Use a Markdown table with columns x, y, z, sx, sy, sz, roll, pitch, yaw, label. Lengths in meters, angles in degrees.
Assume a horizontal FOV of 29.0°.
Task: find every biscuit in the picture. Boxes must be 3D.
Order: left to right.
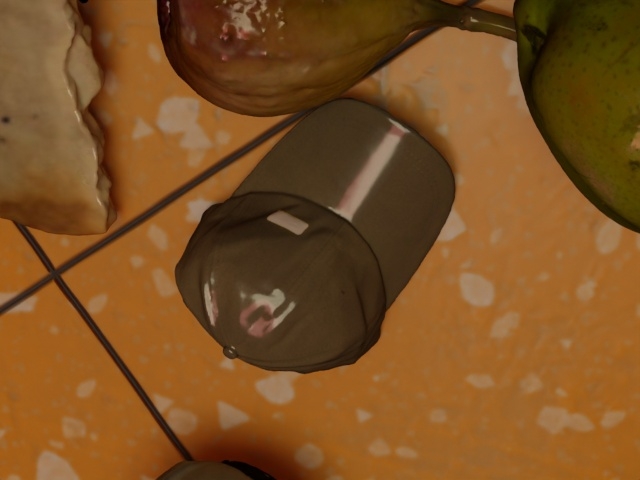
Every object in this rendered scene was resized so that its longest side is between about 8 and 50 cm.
| x | y | z | sx | sy | sz | roll | pitch | yaw | label |
| --- | --- | --- | --- | --- | --- | --- | --- | --- | --- |
| -0.257 | -0.145 | 0.896 | 0.204 | 0.040 | 0.309 | 3 | 123 | 14 | biscuit |

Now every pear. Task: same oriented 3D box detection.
| x | y | z | sx | sy | sz | roll | pitch | yaw | label |
| --- | --- | --- | --- | --- | --- | --- | --- | --- | --- |
| 0.217 | -0.093 | 0.770 | 0.220 | 0.187 | 0.187 | 33 | 111 | -7 | pear |

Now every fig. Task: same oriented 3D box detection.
| x | y | z | sx | sy | sz | roll | pitch | yaw | label |
| --- | --- | --- | --- | --- | --- | --- | --- | --- | --- |
| 0.018 | -0.154 | 0.831 | 0.257 | 0.159 | 0.159 | 6 | 109 | -9 | fig |

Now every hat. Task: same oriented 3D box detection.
| x | y | z | sx | sy | sz | roll | pitch | yaw | label |
| --- | --- | --- | --- | --- | --- | --- | --- | --- | --- |
| 0.000 | 0.000 | 0.882 | 0.166 | 0.144 | 0.173 | 34 | 133 | -3 | hat |

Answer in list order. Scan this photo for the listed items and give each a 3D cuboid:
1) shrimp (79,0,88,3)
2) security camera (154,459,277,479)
| x | y | z | sx | sy | sz | roll | pitch | yaw | label |
| --- | --- | --- | --- | --- | --- | --- | --- | --- | --- |
| -0.234 | -0.288 | 0.863 | 0.117 | 0.066 | 0.262 | -12 | 107 | -6 | shrimp |
| -0.057 | 0.303 | 0.951 | 0.277 | 0.191 | 0.197 | 56 | 152 | -6 | security camera |
